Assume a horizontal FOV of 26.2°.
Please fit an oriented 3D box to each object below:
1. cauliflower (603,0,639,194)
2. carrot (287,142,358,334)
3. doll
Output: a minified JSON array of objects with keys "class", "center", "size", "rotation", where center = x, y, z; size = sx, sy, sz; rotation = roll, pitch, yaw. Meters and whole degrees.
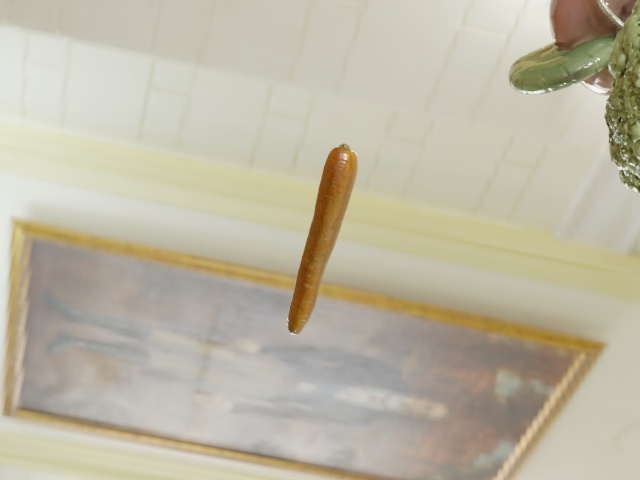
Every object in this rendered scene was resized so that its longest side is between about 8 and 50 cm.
[{"class":"cauliflower","center":[0.344,-0.098,0.883],"size":[0.275,0.272,0.250],"rotation":[-53,-154,8]},{"class":"carrot","center":[0.000,0.000,1.702],"size":[0.043,0.043,0.248],"rotation":[-114,-140,-78]},{"class":"doll","center":[0.321,-0.269,1.509],"size":[0.284,0.216,0.268],"rotation":[-31,-163,14]}]
